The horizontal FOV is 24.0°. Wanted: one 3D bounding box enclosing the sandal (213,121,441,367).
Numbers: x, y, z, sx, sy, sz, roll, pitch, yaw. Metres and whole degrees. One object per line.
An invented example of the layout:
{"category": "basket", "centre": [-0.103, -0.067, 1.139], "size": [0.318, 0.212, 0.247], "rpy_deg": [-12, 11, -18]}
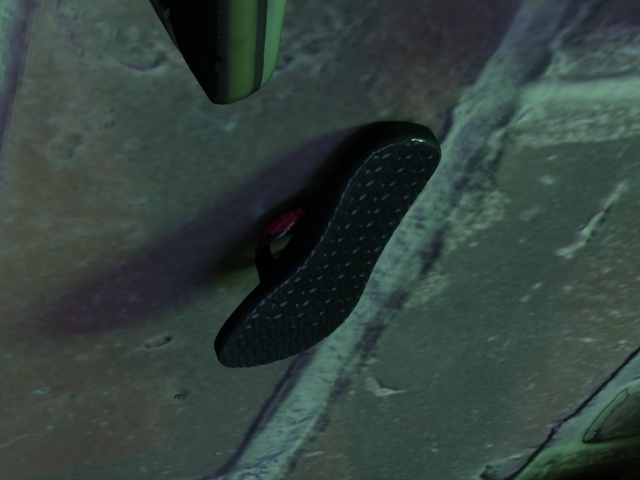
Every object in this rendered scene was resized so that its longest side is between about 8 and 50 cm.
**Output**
{"category": "sandal", "centre": [0.000, 0.000, 0.770], "size": [0.067, 0.040, 0.179], "rpy_deg": [3, 134, -40]}

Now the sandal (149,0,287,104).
{"category": "sandal", "centre": [-0.007, -0.145, 0.412], "size": [0.086, 0.120, 0.303], "rpy_deg": [-18, 155, -24]}
